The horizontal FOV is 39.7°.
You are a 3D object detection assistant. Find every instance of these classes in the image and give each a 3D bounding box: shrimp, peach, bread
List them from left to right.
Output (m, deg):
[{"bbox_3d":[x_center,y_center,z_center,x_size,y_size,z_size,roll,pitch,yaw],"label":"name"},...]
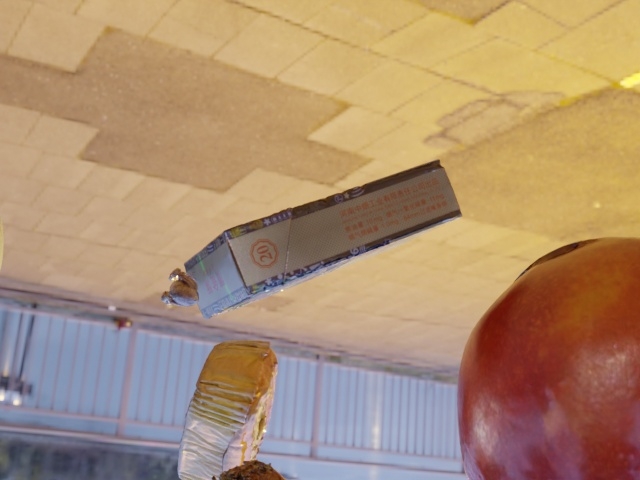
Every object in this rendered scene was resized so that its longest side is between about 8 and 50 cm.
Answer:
[{"bbox_3d":[-0.139,0.046,0.875,0.029,0.038,0.092,20,169,-25],"label":"shrimp"},{"bbox_3d":[-0.143,0.280,1.388,0.119,0.152,0.288,17,135,2],"label":"bread"},{"bbox_3d":[0.321,0.184,0.935,0.370,0.369,0.370,4,164,1],"label":"peach"}]

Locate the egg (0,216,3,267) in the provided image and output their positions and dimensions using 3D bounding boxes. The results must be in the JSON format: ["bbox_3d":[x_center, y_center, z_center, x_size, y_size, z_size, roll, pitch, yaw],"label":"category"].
[{"bbox_3d":[-0.346,-0.027,0.628,0.183,0.182,0.264,-7,139,33],"label":"egg"}]

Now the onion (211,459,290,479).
[{"bbox_3d":[-0.070,0.332,1.001,0.230,0.163,0.230,7,167,2],"label":"onion"}]

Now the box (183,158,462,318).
[{"bbox_3d":[0.000,0.000,1.130,0.310,0.084,0.198,-20,176,-25],"label":"box"}]
